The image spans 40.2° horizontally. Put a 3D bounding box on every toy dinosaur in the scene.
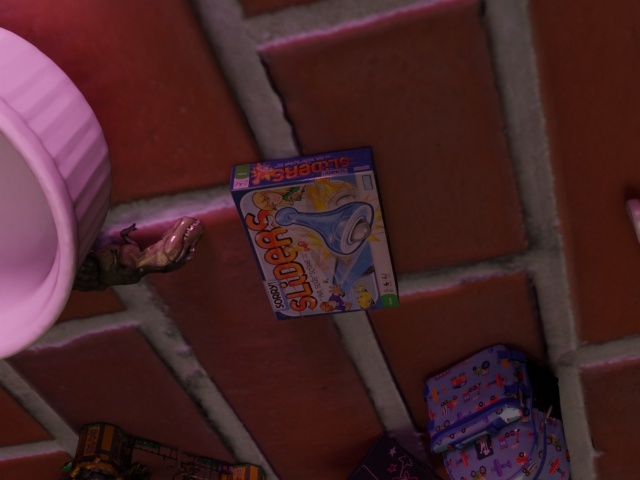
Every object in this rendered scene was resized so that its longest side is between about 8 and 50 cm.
[{"bbox_3d":[-0.254,0.018,0.884,0.268,0.064,0.118,-14,142,20],"label":"toy dinosaur"}]

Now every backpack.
[{"bbox_3d":[0.206,0.233,1.025,0.158,0.173,0.117,-30,129,30],"label":"backpack"}]

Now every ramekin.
[{"bbox_3d":[-0.307,-0.047,0.710,0.277,0.135,0.277,5,122,8],"label":"ramekin"}]

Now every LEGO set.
[{"bbox_3d":[-0.237,0.413,1.209,0.331,0.192,0.255,28,131,-26],"label":"LEGO set"}]

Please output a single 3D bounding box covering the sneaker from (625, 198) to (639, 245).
[{"bbox_3d":[0.347,-0.007,0.856,0.070,0.051,0.134,-23,135,22],"label":"sneaker"}]

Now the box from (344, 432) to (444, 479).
[{"bbox_3d":[0.133,0.397,1.117,0.163,0.247,0.142,-50,125,-4],"label":"box"}]

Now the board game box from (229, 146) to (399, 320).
[{"bbox_3d":[0.000,0.000,0.876,0.136,0.035,0.201,-8,137,8],"label":"board game box"}]
